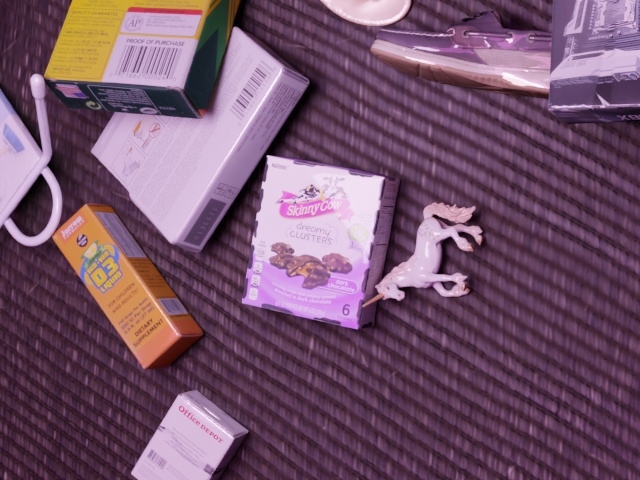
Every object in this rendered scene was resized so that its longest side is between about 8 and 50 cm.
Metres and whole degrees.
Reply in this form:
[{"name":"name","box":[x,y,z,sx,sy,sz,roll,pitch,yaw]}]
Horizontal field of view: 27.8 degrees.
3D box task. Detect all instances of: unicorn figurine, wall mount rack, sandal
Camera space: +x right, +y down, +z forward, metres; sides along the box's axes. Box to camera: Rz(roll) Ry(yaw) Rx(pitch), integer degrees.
[{"name":"unicorn figurine","box":[0.136,0.029,1.616,0.111,0.060,0.162,16,80,20]},{"name":"wall mount rack","box":[-0.460,-0.169,1.755,0.304,0.130,0.350,-50,63,24]},{"name":"sandal","box":[0.003,-0.353,1.646,0.240,0.079,0.088,38,103,16]}]

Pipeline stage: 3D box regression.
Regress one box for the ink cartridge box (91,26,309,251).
[{"name":"ink cartridge box","box":[-0.168,-0.161,1.725,0.239,0.060,0.275,44,106,40]}]

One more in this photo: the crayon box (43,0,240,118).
[{"name":"crayon box","box":[-0.211,-0.318,1.683,0.202,0.081,0.318,7,67,21]}]

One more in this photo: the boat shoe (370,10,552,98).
[{"name":"boat shoe","box":[0.205,-0.232,1.564,0.285,0.103,0.092,12,89,16]}]

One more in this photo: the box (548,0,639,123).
[{"name":"box","box":[0.383,-0.288,1.427,0.242,0.076,0.307,1,81,26]}]

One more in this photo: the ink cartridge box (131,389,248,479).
[{"name":"ink cartridge box","box":[-0.174,0.283,1.729,0.099,0.056,0.135,36,103,16]}]

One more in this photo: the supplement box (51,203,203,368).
[{"name":"supplement box","box":[-0.263,0.061,1.750,0.078,0.080,0.233,-42,73,15]}]

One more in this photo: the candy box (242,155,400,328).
[{"name":"candy box","box":[0.000,0.000,1.654,0.165,0.070,0.196,11,95,20]}]
